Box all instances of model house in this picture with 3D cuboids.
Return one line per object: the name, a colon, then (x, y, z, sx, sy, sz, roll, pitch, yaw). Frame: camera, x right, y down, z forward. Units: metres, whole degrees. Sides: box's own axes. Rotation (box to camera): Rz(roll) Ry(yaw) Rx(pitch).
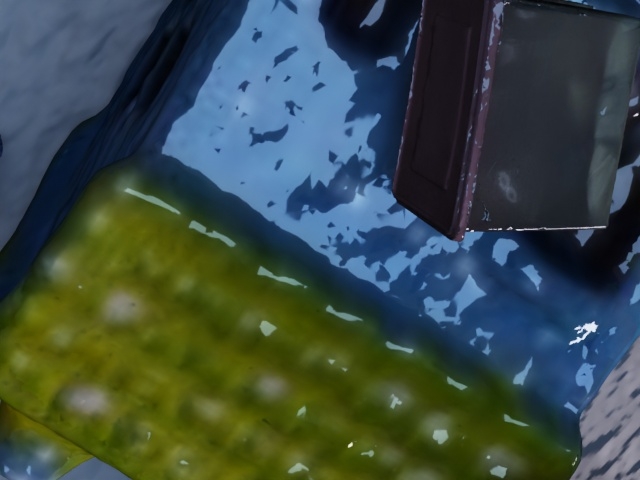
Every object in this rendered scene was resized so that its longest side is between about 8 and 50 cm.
model house: (0.000, 0.000, 0.631, 0.237, 0.215, 0.303, 33, 94, -17)

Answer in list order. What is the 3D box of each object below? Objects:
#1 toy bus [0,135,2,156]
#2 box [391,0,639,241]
toy bus: (-0.220, -0.037, 0.644, 0.153, 0.051, 0.061, 5, 102, -15)
box: (0.067, -0.045, 0.496, 0.063, 0.060, 0.084, 3, 104, -20)
